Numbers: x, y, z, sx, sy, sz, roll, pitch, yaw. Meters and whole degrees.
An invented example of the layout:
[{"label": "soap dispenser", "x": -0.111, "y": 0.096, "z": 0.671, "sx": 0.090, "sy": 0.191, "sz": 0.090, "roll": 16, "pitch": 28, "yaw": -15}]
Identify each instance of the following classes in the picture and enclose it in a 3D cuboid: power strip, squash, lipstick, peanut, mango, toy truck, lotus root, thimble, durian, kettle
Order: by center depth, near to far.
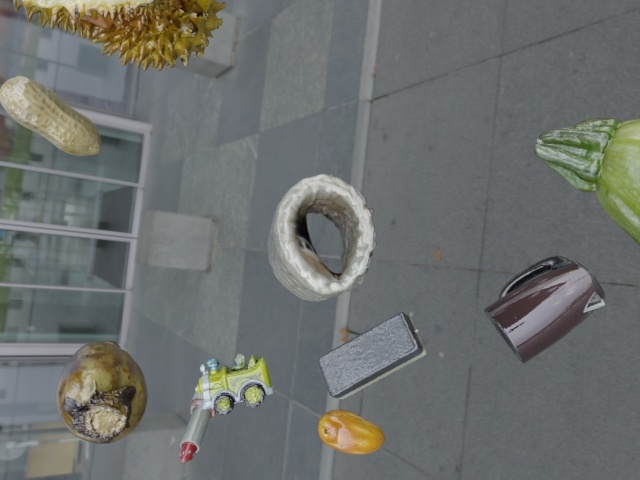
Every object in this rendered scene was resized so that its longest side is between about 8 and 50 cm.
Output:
[{"label": "squash", "x": 0.232, "y": -0.056, "z": 0.388, "sx": 0.132, "sy": 0.105, "sz": 0.105, "roll": 39, "pitch": 120, "yaw": 22}, {"label": "durian", "x": -0.190, "y": -0.263, "z": 0.503, "sx": 0.183, "sy": 0.138, "sz": 0.250, "roll": -25, "pitch": 75, "yaw": 16}, {"label": "thimble", "x": 0.000, "y": 0.000, "z": 0.528, "sx": 0.115, "sy": 0.102, "sz": 0.090, "roll": 62, "pitch": 164, "yaw": 9}, {"label": "mango", "x": 0.040, "y": 0.238, "z": 0.655, "sx": 0.060, "sy": 0.089, "sz": 0.046, "roll": -144, "pitch": 70, "yaw": -71}, {"label": "toy truck", "x": -0.127, "y": 0.206, "z": 0.768, "sx": 0.076, "sy": 0.111, "sz": 0.077, "roll": 122, "pitch": 136, "yaw": -80}, {"label": "lotus root", "x": -0.421, "y": 0.287, "z": 1.020, "sx": 0.141, "sy": 0.169, "sz": 0.314, "roll": -40, "pitch": 22, "yaw": -6}, {"label": "peanut", "x": -0.536, "y": -0.242, "z": 1.061, "sx": 0.098, "sy": 0.214, "sz": 0.090, "roll": 11, "pitch": 68, "yaw": 44}, {"label": "lipstick", "x": -0.271, "y": 0.409, "z": 1.153, "sx": 0.186, "sy": 0.063, "sz": 0.057, "roll": -77, "pitch": -4, "yaw": -56}, {"label": "kettle", "x": 0.497, "y": 0.140, "z": 1.179, "sx": 0.232, "sy": 0.144, "sz": 0.202, "roll": -34, "pitch": 24, "yaw": 5}, {"label": "power strip", "x": 0.123, "y": 0.269, "z": 1.232, "sx": 0.256, "sy": 0.070, "sz": 0.105, "roll": -33, "pitch": 55, "yaw": 17}]
